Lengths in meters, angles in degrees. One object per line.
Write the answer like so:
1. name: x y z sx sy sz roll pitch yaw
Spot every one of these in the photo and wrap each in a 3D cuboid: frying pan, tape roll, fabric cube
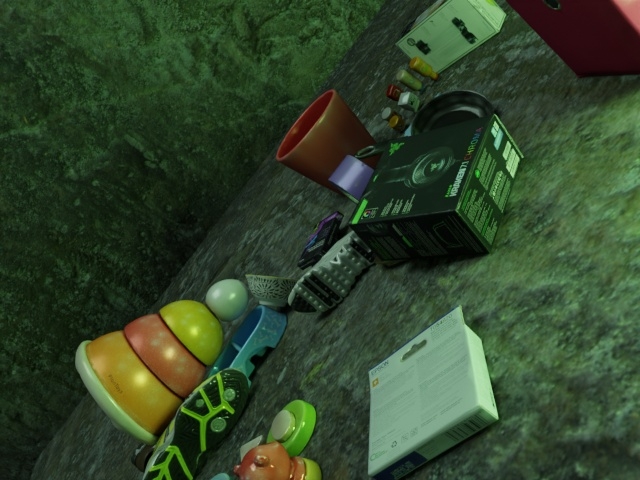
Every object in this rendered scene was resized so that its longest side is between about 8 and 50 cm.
1. frying pan: 0.259 -0.234 1.420 0.326 0.053 0.197 -37 49 3
2. tape roll: 0.116 -0.124 1.490 0.080 0.189 0.189 -53 19 2
3. fabric cube: 0.523 -0.466 1.051 0.259 0.258 0.254 -52 20 2

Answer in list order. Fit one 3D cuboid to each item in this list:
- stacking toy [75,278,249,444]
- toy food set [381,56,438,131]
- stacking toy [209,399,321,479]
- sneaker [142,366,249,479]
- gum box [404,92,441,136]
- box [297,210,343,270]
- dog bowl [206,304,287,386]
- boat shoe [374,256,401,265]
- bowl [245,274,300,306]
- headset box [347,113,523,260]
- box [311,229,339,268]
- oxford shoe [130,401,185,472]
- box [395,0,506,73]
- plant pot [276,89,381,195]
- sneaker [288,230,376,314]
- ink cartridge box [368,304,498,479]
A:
1. stacking toy: -0.385 0.290 1.671 0.480 0.350 0.350 -39 17 -8
2. toy food set: 0.275 -0.438 1.872 0.111 0.104 0.232 8 79 53
3. stacking toy: -0.142 0.439 1.185 0.309 0.130 0.279 -43 22 26
4. sneaker: -0.331 0.475 1.543 0.384 0.145 0.147 -52 19 -1
5. gum box: 0.272 -0.277 1.588 0.157 0.041 0.184 -48 17 44
6. box: 0.000 0.000 1.699 0.116 0.029 0.162 -31 29 46
7. dog bowl: -0.207 0.307 1.657 0.297 0.074 0.166 -56 19 -10
8. boat shoe: 0.172 0.028 1.331 0.153 0.048 0.056 -33 32 58
9. bowl: -0.131 0.143 1.691 0.170 0.170 0.080 -5 77 65
10. headset box: 0.220 -0.097 1.205 0.283 0.131 0.246 -6 48 47
11. box: 0.015 0.021 1.715 0.094 0.027 0.137 -43 21 22
12. oxford shoe: -0.451 0.578 1.764 0.096 0.083 0.227 15 69 50
13. box: 0.385 -0.630 1.803 0.290 0.169 0.087 -27 29 54
14. plant pot: 0.040 -0.285 1.869 0.275 0.243 0.275 -45 20 21
15. sneaker: 0.041 0.068 1.479 0.292 0.110 0.118 -42 12 6
16. ink cartridge box: 0.166 0.240 0.953 0.223 0.045 0.224 -42 21 27
